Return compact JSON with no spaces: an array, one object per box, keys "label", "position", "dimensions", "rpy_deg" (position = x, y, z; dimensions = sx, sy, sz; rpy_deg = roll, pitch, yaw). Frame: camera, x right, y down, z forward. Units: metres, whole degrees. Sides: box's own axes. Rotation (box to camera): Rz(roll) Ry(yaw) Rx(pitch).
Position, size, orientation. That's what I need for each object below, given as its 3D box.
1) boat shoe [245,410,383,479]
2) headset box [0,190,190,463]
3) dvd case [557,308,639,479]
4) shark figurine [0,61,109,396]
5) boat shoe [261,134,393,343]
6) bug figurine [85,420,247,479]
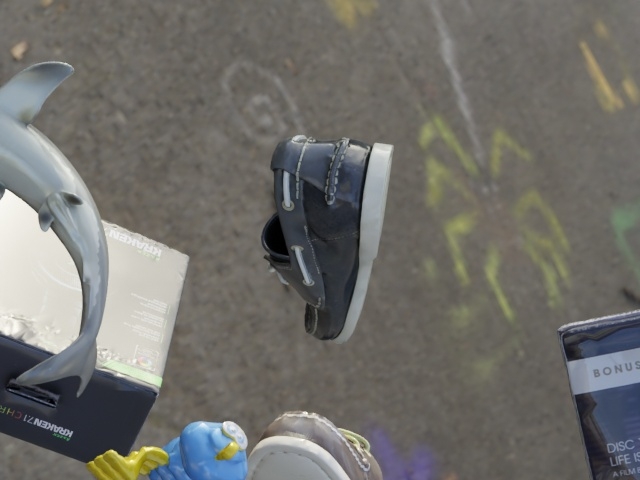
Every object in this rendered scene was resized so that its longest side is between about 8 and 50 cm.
[{"label":"boat shoe","position":[0.007,0.235,1.442],"dimensions":[0.324,0.117,0.096],"rpy_deg":[71,34,-54]},{"label":"headset box","position":[-0.294,0.096,1.679],"dimensions":[0.246,0.131,0.283],"rpy_deg":[22,32,-10]},{"label":"dvd case","position":[0.186,0.120,0.525],"dimensions":[0.018,0.165,0.221],"rpy_deg":[-35,112,-78]},{"label":"shark figurine","position":[-0.215,-0.025,1.187],"dimensions":[0.278,0.166,0.116],"rpy_deg":[56,-1,-4]},{"label":"boat shoe","position":[0.000,0.000,1.027],"dimensions":[0.079,0.233,0.084],"rpy_deg":[6,63,0]},{"label":"bug figurine","position":[-0.028,0.205,0.906],"dimensions":[0.279,0.216,0.072],"rpy_deg":[46,58,-10]}]
